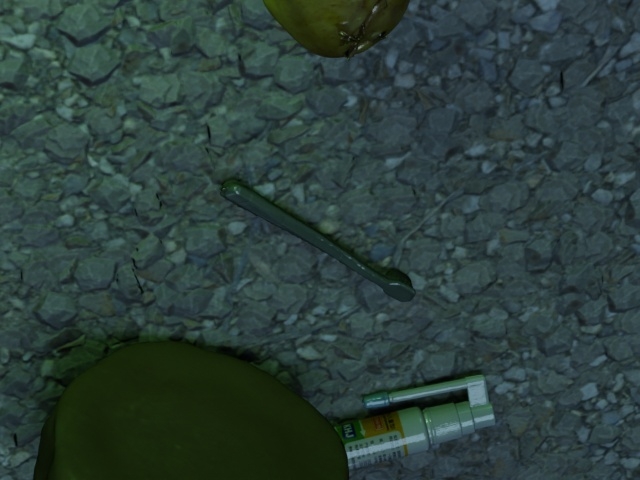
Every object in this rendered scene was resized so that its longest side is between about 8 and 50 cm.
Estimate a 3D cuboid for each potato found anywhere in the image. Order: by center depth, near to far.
[{"bbox_3d":[0.000,-0.317,1.832,0.173,0.140,0.300,-26,129,5],"label":"potato"}]

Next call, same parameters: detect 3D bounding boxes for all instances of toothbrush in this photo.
[{"bbox_3d":[0.000,0.000,2.150,0.297,0.030,0.030,30,125,-29],"label":"toothbrush"}]

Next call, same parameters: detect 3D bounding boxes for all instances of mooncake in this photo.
[{"bbox_3d":[-0.164,0.312,2.145,0.378,0.378,0.200,9,129,-18],"label":"mooncake"}]

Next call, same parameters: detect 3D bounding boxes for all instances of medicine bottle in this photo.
[{"bbox_3d":[0.116,0.236,2.342,0.221,0.061,0.092,-13,110,-3],"label":"medicine bottle"}]
